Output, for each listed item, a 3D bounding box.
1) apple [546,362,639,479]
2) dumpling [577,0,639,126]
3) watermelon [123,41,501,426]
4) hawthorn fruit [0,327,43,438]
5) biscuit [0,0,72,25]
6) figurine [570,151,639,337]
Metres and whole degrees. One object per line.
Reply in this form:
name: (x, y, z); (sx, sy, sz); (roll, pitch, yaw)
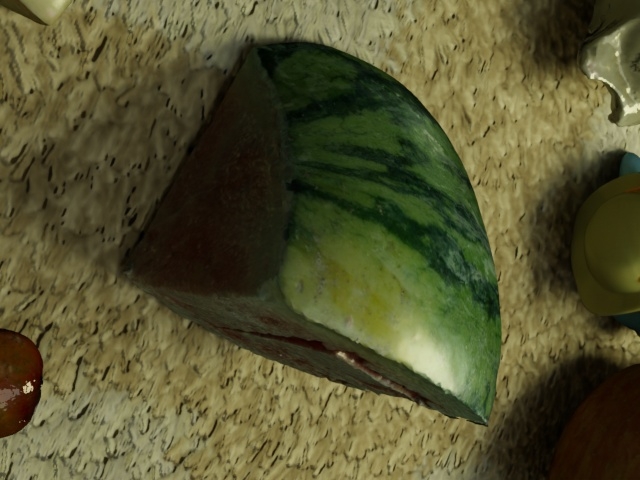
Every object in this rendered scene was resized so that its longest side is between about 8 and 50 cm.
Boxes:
apple: (0.367, 0.239, 1.180); (0.309, 0.277, 0.250); (-8, 99, -53)
dumpling: (0.281, -0.167, 1.015); (0.199, 0.118, 0.136); (-39, 124, -26)
watermelon: (0.000, 0.000, 0.872); (0.213, 0.201, 0.262); (30, 47, -43)
hawthorn fruit: (-0.211, 0.087, 0.765); (0.077, 0.077, 0.077); (-18, 120, -33)
biscuit: (-0.200, -0.188, 0.652); (0.052, 0.056, 0.188); (-53, 134, -8)
figurine: (0.327, 0.018, 1.145); (0.262, 0.153, 0.180); (6, 98, -59)
